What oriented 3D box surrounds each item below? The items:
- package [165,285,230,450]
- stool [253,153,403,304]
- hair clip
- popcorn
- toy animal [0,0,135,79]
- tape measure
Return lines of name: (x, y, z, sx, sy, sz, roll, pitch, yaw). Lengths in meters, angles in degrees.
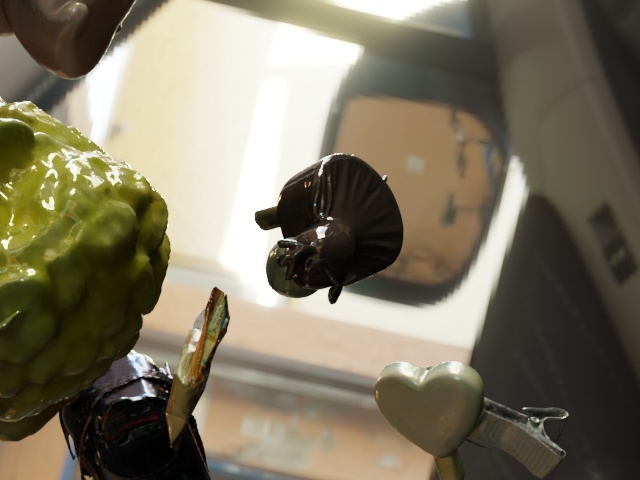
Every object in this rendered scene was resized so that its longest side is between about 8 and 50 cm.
package: (-0.113, 0.116, 1.564, 0.120, 0.031, 0.108, 107, -178, -51)
stool: (0.000, 0.000, 1.687, 0.121, 0.125, 0.217, -28, 17, 36)
hair clip: (0.157, 0.200, 1.878, 0.071, 0.218, 0.159, -75, 9, -54)
popcorn: (-0.223, 0.034, 1.122, 0.251, 0.206, 0.237, -55, 9, 7)
toy animal: (-0.303, -0.295, 1.863, 0.210, 0.221, 0.229, -59, 14, -3)
tape measure: (-0.183, 0.222, 1.743, 0.202, 0.135, 0.223, 40, 152, 65)
